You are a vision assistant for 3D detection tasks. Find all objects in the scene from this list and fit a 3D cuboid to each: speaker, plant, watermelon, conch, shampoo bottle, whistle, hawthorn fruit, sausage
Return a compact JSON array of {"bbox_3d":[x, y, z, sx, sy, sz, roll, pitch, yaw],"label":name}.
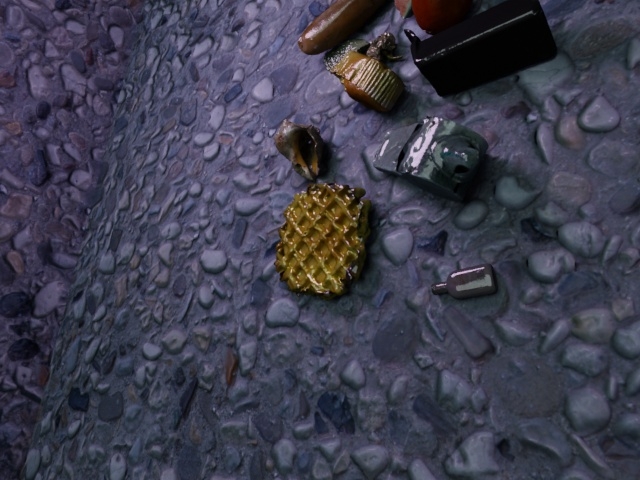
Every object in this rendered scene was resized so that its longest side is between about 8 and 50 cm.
[{"bbox_3d":[0.433,-0.565,1.330,0.388,0.180,0.184,-11,63,36],"label":"speaker"},{"bbox_3d":[0.223,-0.633,1.597,0.122,0.104,0.116,42,141,12],"label":"plant"},{"bbox_3d":[0.307,-0.859,1.518,0.128,0.146,0.231,-14,92,-6],"label":"watermelon"},{"bbox_3d":[-0.060,-0.322,1.647,0.163,0.178,0.245,-22,87,-13],"label":"conch"},{"bbox_3d":[0.371,0.113,1.227,0.165,0.040,0.080,-18,65,33],"label":"shampoo bottle"},{"bbox_3d":[0.282,-0.241,1.323,0.404,0.188,0.168,26,92,41],"label":"whistle"},{"bbox_3d":[0.361,-0.739,1.428,0.185,0.202,0.185,-12,64,26],"label":"hawthorn fruit"},{"bbox_3d":[0.128,-0.846,1.690,0.501,0.136,0.123,-41,36,16],"label":"sausage"}]

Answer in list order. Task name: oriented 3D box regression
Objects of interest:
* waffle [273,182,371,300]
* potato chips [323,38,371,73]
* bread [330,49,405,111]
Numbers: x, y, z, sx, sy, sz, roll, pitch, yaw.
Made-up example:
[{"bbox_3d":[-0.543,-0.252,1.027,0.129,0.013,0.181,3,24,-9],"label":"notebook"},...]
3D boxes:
[{"bbox_3d":[0.000,0.000,1.528,0.379,0.095,0.382,4,80,40],"label":"waffle"},{"bbox_3d":[0.102,-0.673,1.699,0.167,0.059,0.228,-55,35,-2],"label":"potato chips"},{"bbox_3d":[0.152,-0.512,1.529,0.250,0.179,0.133,45,108,39],"label":"bread"}]
